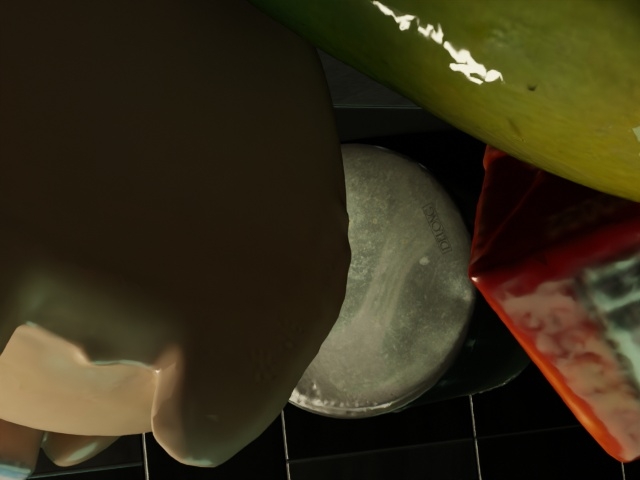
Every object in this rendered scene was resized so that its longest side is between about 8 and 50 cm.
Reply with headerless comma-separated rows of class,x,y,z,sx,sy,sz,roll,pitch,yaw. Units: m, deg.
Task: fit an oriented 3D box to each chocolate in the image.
chocolate,0.186,-0.033,0.529,0.237,0.108,0.235,-23,-166,15

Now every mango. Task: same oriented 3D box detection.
mango,0.062,-0.078,0.391,0.237,0.091,0.137,33,-160,30

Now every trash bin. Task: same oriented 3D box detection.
trash bin,0.068,0.038,1.114,0.252,0.203,0.301,-29,167,17

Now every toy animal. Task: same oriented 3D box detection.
toy animal,-0.098,-0.014,0.498,0.195,0.212,0.256,19,157,-26
